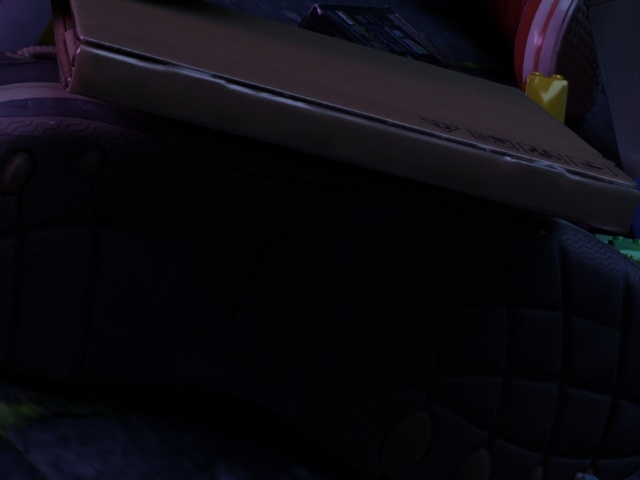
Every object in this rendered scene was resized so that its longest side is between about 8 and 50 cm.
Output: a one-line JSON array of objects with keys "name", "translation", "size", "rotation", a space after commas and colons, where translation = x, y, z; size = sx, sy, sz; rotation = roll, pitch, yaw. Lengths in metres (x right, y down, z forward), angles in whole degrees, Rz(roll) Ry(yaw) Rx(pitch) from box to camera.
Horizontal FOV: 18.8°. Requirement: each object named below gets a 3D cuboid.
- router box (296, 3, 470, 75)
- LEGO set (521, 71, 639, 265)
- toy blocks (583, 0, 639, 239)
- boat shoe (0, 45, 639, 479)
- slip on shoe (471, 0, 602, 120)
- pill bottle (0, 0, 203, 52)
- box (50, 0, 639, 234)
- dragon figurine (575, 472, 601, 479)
[{"name": "router box", "translation": [0.050, -0.088, 1.125], "size": [0.122, 0.038, 0.092], "rotation": [43, 25, 21]}, {"name": "LEGO set", "translation": [0.118, -0.022, 0.903], "size": [0.087, 0.093, 0.227], "rotation": [8, -10, -4]}, {"name": "toy blocks", "translation": [0.236, -0.087, 1.131], "size": [0.381, 0.191, 0.261], "rotation": [14, 63, -70]}, {"name": "boat shoe", "translation": [0.000, 0.000, 0.760], "size": [0.355, 0.132, 0.130], "rotation": [21, 24, -29]}, {"name": "slip on shoe", "translation": [0.153, -0.177, 1.382], "size": [0.101, 0.123, 0.331], "rotation": [-1, 30, 7]}, {"name": "pill bottle", "translation": [-0.082, -0.195, 0.887], "size": [0.136, 0.245, 0.136], "rotation": [29, 23, -13]}, {"name": "box", "translation": [0.001, -0.056, 0.716], "size": [0.201, 0.021, 0.164], "rotation": [14, 14, -13]}, {"name": "dragon figurine", "translation": [0.155, 0.163, 0.694], "size": [0.289, 0.085, 0.144], "rotation": [13, 32, -32]}]
